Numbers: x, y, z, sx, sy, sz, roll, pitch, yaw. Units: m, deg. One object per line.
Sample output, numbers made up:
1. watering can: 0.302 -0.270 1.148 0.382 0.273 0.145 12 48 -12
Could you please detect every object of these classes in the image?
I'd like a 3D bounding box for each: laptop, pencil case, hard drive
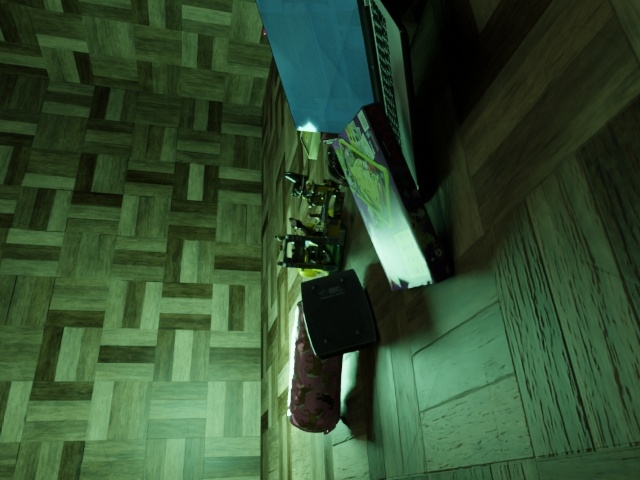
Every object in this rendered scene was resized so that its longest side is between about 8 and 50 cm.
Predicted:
1. laptop: 0.036 -0.308 1.041 0.381 0.237 0.407 71 -175 -46
2. pencil case: -0.006 0.364 1.479 0.167 0.160 0.385 -161 76 -72
3. hard drive: 0.044 0.193 1.324 0.254 0.172 0.054 -106 0 -49

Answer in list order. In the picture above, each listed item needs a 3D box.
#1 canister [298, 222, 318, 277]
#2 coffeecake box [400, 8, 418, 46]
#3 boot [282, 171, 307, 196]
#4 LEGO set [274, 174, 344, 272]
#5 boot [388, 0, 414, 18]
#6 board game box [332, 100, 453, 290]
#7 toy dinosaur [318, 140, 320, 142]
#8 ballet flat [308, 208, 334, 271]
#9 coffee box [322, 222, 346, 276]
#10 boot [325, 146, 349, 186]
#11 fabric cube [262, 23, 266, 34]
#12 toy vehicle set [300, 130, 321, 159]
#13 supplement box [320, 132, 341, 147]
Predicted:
1. canister: -0.036 0.034 1.885 0.126 0.074 0.169 -108 27 -56
2. coffeecake box: 0.160 -0.477 1.225 0.185 0.068 0.142 108 159 -45
3. boot: -0.114 -0.244 2.197 0.045 0.121 0.099 155 124 -77
4. LEGO set: -0.055 -0.044 1.552 0.255 0.192 0.331 -135 52 -69
5. boot: 0.150 -0.613 1.037 0.284 0.138 0.377 -37 55 49
6. board game box: 0.132 -0.073 0.992 0.346 0.056 0.208 68 159 3
7. toy dinosaur: 0.038 -0.461 1.782 0.112 0.064 0.211 63 -142 -81
8. ballet flat: 0.000 0.000 1.732 0.077 0.077 0.230 -119 36 -67
9. coffee box: 0.041 0.031 1.629 0.113 0.041 0.184 -124 40 -68
10. boot: 0.077 -0.281 1.488 0.236 0.085 0.178 -106 27 -52
11. fabric cube: -0.097 -1.009 2.049 0.258 0.254 0.259 117 153 -58
12. toy vehicle set: -0.040 -0.468 2.119 0.266 0.035 0.165 -109 27 -59
13. supplement box: 0.073 -0.395 1.417 0.073 0.130 0.239 13 -104 -58
